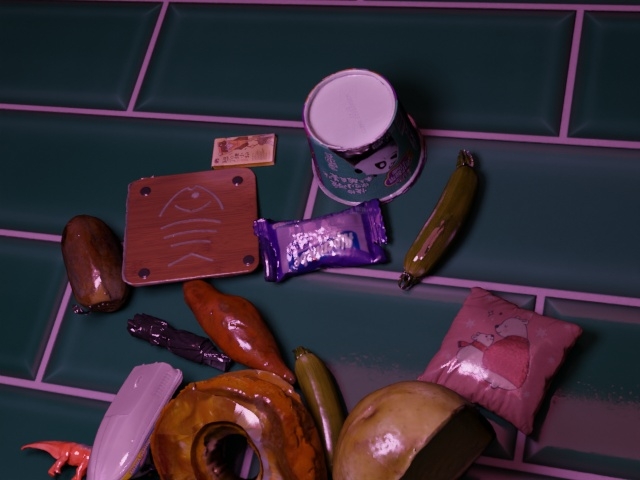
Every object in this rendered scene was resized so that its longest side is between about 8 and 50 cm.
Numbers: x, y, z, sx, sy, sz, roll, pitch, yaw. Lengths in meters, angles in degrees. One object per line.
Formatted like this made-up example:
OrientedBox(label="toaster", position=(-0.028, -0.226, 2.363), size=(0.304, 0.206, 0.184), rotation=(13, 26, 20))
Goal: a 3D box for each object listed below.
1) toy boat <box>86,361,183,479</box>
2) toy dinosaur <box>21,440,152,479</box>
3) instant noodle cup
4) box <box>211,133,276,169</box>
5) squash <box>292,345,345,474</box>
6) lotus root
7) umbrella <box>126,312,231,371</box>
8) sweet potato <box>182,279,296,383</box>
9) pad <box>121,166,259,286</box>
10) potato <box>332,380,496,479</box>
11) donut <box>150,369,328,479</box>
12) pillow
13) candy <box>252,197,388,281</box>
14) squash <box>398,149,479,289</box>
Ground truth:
OrientedBox(label="toy boat", position=(-0.350, 0.366, 1.828), size=(0.140, 0.141, 0.270), rotation=(4, 60, 17))
OrientedBox(label="toy dinosaur", position=(-0.463, 0.436, 1.875), size=(0.279, 0.055, 0.101), rotation=(17, 64, 8))
OrientedBox(label="instant noodle cup", position=(0.080, -0.220, 1.960), size=(0.251, 0.190, 0.251), rotation=(-6, 63, 12))
OrientedBox(label="box", position=(-0.171, -0.197, 2.117), size=(0.149, 0.020, 0.073), rotation=(-4, 64, 14))
OrientedBox(label="squash", position=(0.004, 0.311, 1.798), size=(0.069, 0.069, 0.258), rotation=(-20, 62, 6))
OrientedBox(label="lotus root", position=(-0.476, 0.046, 2.027), size=(0.123, 0.124, 0.241), rotation=(-31, 62, 17))
OrientedBox(label="umbrella", position=(-0.281, 0.205, 1.936), size=(0.235, 0.059, 0.066), rotation=(18, 29, 19))
OrientedBox(label="sweet potato", position=(-0.172, 0.165, 1.891), size=(0.112, 0.112, 0.359), rotation=(-46, 62, -8))
OrientedBox(label="pad", position=(-0.274, -0.035, 2.030), size=(0.286, 0.018, 0.284), rotation=(-6, 54, 2))
OrientedBox(label="potato", position=(0.119, 0.329, 1.608), size=(0.212, 0.280, 0.330), rotation=(36, 68, 28))
OrientedBox(label="donut", position=(-0.144, 0.387, 1.713), size=(0.329, 0.160, 0.330), rotation=(-1, 82, 10))
OrientedBox(label="pillow", position=(0.326, 0.211, 1.744), size=(0.236, 0.084, 0.223), rotation=(22, 74, 26))
OrientedBox(label="candy", position=(0.000, 0.000, 1.948), size=(0.275, 0.070, 0.145), rotation=(-10, 69, 6))
OrientedBox(label="squash", position=(0.245, -0.041, 1.895), size=(0.080, 0.071, 0.319), rotation=(21, 72, 24))
